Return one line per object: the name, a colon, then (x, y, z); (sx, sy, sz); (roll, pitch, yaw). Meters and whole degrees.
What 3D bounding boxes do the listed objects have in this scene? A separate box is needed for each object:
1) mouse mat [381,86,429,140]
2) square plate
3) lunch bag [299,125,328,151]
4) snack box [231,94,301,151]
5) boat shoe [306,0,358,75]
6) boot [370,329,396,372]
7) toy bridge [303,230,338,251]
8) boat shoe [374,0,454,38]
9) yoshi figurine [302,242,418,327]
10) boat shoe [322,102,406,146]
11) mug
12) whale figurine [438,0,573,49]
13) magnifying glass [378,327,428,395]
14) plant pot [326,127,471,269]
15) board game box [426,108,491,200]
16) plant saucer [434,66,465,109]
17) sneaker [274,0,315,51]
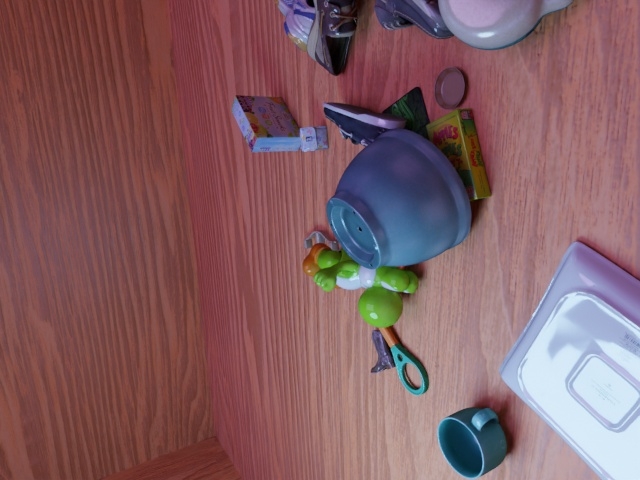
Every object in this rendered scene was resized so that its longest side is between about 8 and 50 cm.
mouse mat: (0.207, -0.243, 1.105); (0.153, 0.007, 0.189); (-23, 78, 60)
square plate: (0.468, 0.234, 0.761); (0.347, 0.049, 0.344); (49, 139, 42)
lunch bag: (-0.022, -0.304, 1.405); (0.053, 0.083, 0.071); (13, 109, 59)
snack box: (-0.177, -0.388, 1.556); (0.207, 0.175, 0.070); (64, 144, 27)
boat shoe: (0.049, -0.549, 1.151); (0.123, 0.123, 0.342); (57, 157, 17)
boot: (0.161, 0.312, 1.333); (0.106, 0.037, 0.114); (-35, 71, 44)
toy bridge: (0.000, 0.000, 1.525); (0.188, 0.026, 0.063); (5, 102, 59)
boat shoe: (0.183, -0.503, 0.965); (0.130, 0.132, 0.355); (102, 153, -51)
yoshi figurine: (0.099, 0.122, 1.248); (0.362, 0.204, 0.203); (12, 125, 56)
boat shoe: (0.093, -0.284, 1.175); (0.302, 0.114, 0.091); (42, 131, 54)
mug: (0.338, 0.423, 0.999); (0.158, 0.097, 0.129); (-42, 62, 56)
whale figurine: (0.318, -0.438, 0.748); (0.216, 0.141, 0.272); (46, 117, 16)
magnifying glass: (0.209, 0.301, 1.249); (0.231, 0.026, 0.092); (61, 144, 27)
plant pot: (0.137, -0.061, 0.994); (0.293, 0.196, 0.293); (47, 157, 26)
board game box: (0.280, -0.166, 0.962); (0.092, 0.043, 0.181); (-17, 85, 61)
plant saucer: (0.268, -0.312, 0.965); (0.083, 0.015, 0.083); (26, 120, 55)
sneaker: (-0.045, -0.667, 1.336); (0.131, 0.112, 0.296); (-36, 56, 26)
